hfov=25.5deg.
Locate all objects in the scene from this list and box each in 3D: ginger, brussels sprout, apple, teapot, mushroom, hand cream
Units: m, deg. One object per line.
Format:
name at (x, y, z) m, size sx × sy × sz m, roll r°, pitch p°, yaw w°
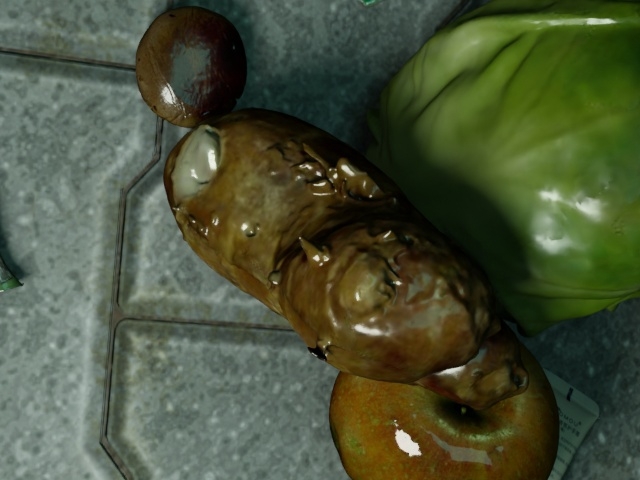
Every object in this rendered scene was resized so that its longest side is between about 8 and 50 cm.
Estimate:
ginger at (0.000, 0.000, 1.297) m, size 0.418 × 0.254 × 0.176 m, roll 39°, pitch 90°, yaw 26°
brussels sprout at (0.287, -0.111, 1.401) m, size 0.425 × 0.361 × 0.342 m, roll -34°, pitch 96°, yaw -23°
apple at (0.124, 0.191, 1.446) m, size 0.236 × 0.207 × 0.237 m, roll 6°, pitch 68°, yaw -15°
teapot at (-0.322, 0.001, 1.350) m, size 0.042 × 0.043 × 0.111 m, roll -28°, pitch 101°, yaw -19°
mushroom at (-0.127, -0.174, 1.423) m, size 0.123 × 0.052 × 0.123 m, roll 0°, pitch 90°, yaw -17°
hand cream at (0.218, 0.278, 1.546) m, size 0.095 × 0.059 × 0.276 m, roll 34°, pitch 72°, yaw -15°

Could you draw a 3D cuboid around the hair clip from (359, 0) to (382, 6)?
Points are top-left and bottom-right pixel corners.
hair clip at (0.114, -0.301, 1.526) m, size 0.172 × 0.049 × 0.049 m, roll -26°, pitch 98°, yaw -18°
